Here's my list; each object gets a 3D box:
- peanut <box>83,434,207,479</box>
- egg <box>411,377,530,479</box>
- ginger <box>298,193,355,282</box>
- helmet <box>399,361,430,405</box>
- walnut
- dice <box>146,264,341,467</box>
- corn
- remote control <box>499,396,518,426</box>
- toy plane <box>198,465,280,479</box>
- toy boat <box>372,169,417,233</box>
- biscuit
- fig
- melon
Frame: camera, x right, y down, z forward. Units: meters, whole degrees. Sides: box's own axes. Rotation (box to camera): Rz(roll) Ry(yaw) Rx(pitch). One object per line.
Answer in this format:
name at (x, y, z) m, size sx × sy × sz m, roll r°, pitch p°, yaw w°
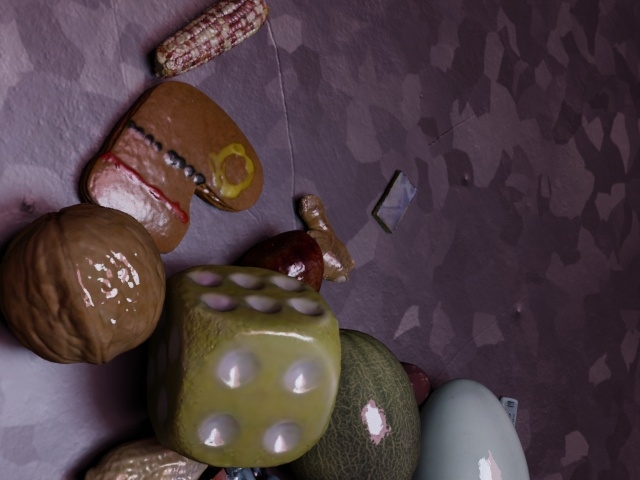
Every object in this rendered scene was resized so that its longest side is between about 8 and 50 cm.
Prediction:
peanut at (-0.253, 0.338, 1.414) m, size 0.214 × 0.090 × 0.099 m, roll -9°, pitch 89°, yaw -40°
egg at (0.277, 0.446, 1.790) m, size 0.230 × 0.230 × 0.371 m, roll -1°, pitch 86°, yaw -42°
ginger at (-0.005, 0.005, 1.663) m, size 0.096 × 0.067 × 0.165 m, roll -34°, pitch 98°, yaw -37°
helmet at (0.157, 0.281, 1.793) m, size 0.123 × 0.070 × 0.098 m, roll -23°, pitch 104°, yaw -41°
walnut at (-0.320, 0.064, 1.290) m, size 0.228 × 0.228 × 0.228 m, roll 1°, pitch 88°, yaw -42°
dice at (-0.118, 0.181, 1.398) m, size 0.238 × 0.227 × 0.233 m, roll 4°, pitch 110°, yaw -23°
corn at (-0.174, -0.332, 1.515) m, size 0.237 × 0.079 × 0.080 m, roll -39°, pitch 114°, yaw -32°
remote control at (0.396, 0.398, 2.036) m, size 0.053 × 0.017 × 0.125 m, roll 19°, pitch 76°, yaw -39°
toy plane at (-0.103, 0.466, 1.536) m, size 0.223 × 0.104 × 0.326 m, roll -64°, pitch 136°, yaw -58°
toy boat at (0.144, -0.074, 1.826) m, size 0.063 × 0.016 × 0.115 m, roll 48°, pitch 60°, yaw -30°
biscuit at (-0.216, -0.096, 1.484) m, size 0.262 × 0.052 × 0.277 m, roll 50°, pitch 59°, yaw -29°
fig at (-0.052, 0.090, 1.584) m, size 0.146 × 0.133 × 0.201 m, roll -22°, pitch 116°, yaw -21°
melon at (0.047, 0.295, 1.584) m, size 0.237 × 0.237 × 0.302 m, roll -15°, pitch 96°, yaw -41°
